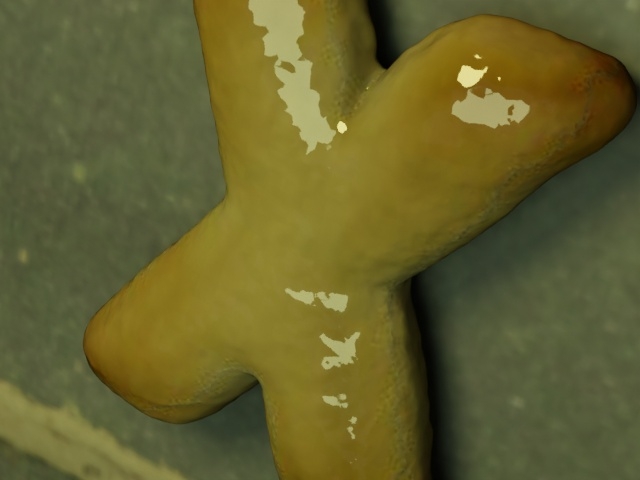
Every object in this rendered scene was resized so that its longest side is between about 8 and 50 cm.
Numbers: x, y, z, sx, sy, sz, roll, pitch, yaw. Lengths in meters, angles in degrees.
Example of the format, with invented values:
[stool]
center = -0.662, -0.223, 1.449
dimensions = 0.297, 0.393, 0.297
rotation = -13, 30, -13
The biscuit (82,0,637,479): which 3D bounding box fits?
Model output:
[biscuit]
center = -0.001, 0.000, 0.491
dimensions = 0.164, 0.047, 0.208
rotation = 28, 120, 15
